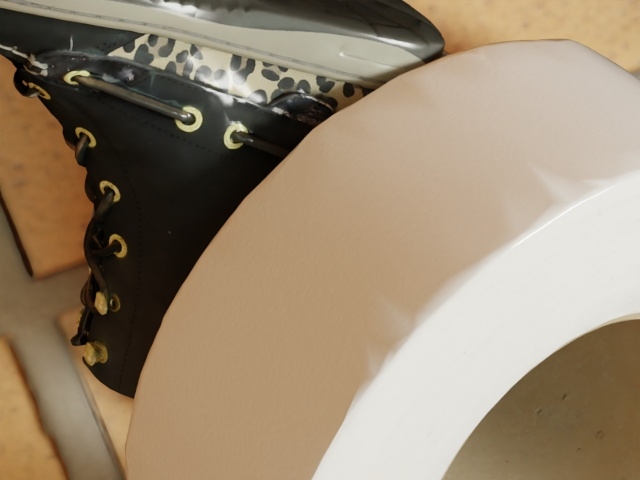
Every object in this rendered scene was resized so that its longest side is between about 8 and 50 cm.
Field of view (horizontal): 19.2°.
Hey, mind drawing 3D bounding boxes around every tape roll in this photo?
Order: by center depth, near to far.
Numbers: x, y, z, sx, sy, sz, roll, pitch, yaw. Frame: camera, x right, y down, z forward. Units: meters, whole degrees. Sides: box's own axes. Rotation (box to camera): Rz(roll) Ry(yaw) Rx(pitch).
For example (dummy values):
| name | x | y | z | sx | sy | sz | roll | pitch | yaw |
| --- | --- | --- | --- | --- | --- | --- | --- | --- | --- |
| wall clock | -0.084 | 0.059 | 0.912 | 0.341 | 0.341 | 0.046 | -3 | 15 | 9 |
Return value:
| name | x | y | z | sx | sy | sz | roll | pitch | yaw |
| --- | --- | --- | --- | --- | --- | --- | --- | --- | --- |
| tape roll | 0.067 | 0.066 | 0.756 | 0.286 | 0.100 | 0.286 | -25 | 136 | -27 |

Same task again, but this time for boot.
| name | x | y | z | sx | sy | sz | roll | pitch | yaw |
| --- | --- | --- | --- | --- | --- | --- | --- | --- | --- |
| boot | -0.085 | -0.027 | 0.722 | 0.236 | 0.085 | 0.178 | 9 | 116 | -16 |

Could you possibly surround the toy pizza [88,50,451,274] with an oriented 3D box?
| name | x | y | z | sx | sy | sz | roll | pitch | yaw |
| --- | --- | --- | --- | --- | --- | --- | --- | --- | --- |
| toy pizza | 0.000 | 0.000 | 0.817 | 0.201 | 0.032 | 0.201 | -4 | 116 | -8 |
